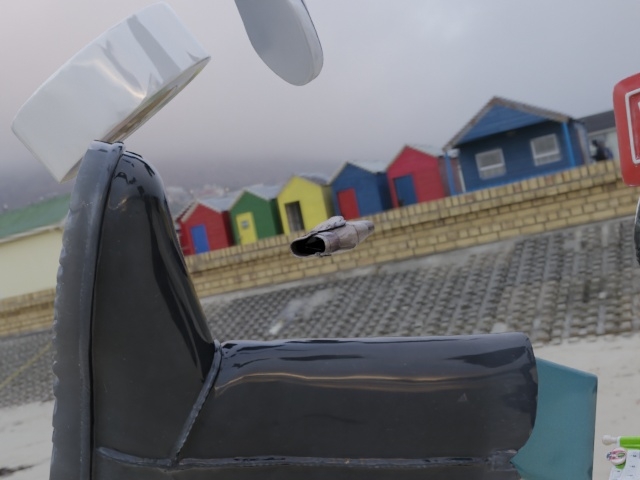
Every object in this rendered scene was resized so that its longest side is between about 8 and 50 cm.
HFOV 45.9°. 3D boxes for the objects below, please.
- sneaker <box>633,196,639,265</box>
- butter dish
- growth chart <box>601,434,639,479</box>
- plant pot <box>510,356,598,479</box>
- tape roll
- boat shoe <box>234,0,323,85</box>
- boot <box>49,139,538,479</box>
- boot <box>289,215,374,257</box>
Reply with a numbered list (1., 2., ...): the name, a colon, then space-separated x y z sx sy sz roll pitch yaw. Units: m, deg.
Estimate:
1. sneaker: 0.387 -0.078 0.627 0.330 0.130 0.147 -43 -25 -6
2. butter dish: 0.498 -0.158 1.028 0.118 0.160 0.160 2 -10 -32
3. growth chart: 0.445 0.337 0.997 0.172 0.021 0.237 -16 22 34
4. plant pot: 0.214 0.230 0.987 0.234 0.165 0.165 23 -24 -27
5. tape roll: -0.293 -0.207 1.069 0.286 0.100 0.286 -39 12 10
6. boat shoe: -0.064 -0.318 0.919 0.088 0.267 0.096 -35 2 -39
7. boot: -0.004 0.107 0.699 0.445 0.367 0.146 7 27 -9
8. boot: 0.000 0.000 0.837 0.087 0.042 0.118 -19 1 -42
